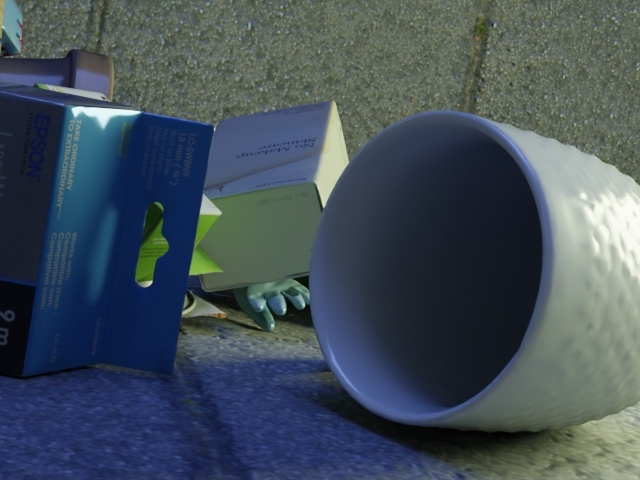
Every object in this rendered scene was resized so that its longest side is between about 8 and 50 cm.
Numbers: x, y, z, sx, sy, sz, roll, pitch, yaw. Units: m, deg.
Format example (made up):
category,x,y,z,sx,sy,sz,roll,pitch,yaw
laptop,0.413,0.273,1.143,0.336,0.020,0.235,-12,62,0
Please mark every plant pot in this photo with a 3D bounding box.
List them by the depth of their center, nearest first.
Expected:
category,x,y,z,sx,sy,sz,roll,pitch,yaw
plant pot,-0.415,-0.143,1.888,0.229,0.263,0.263,11,7,-18

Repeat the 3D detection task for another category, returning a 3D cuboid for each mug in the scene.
category,x,y,z,sx,sy,sz,roll,pitch,yaw
mug,0.166,0.058,1.365,0.328,0.276,0.374,11,-25,-44

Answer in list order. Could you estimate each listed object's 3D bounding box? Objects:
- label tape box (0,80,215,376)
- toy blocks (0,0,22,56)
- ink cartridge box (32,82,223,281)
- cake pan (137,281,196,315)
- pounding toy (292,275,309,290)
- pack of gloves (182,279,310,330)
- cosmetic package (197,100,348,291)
category,x,y,z,sx,sy,sz,roll,pitch,yaw
label tape box,-0.280,-0.016,1.236,0.334,0.240,0.106,11,7,3
toy blocks,-0.453,-0.200,1.398,0.381,0.190,0.261,-6,-25,8
ink cartridge box,-0.188,-0.056,1.433,0.189,0.097,0.255,44,16,15
cake pan,-0.276,0.032,1.509,0.293,0.054,0.293,6,10,-1
pounding toy,0.014,0.017,1.892,0.237,0.110,0.183,12,7,7
pack of gloves,-0.125,0.072,1.624,0.195,0.046,0.232,-8,14,-20
cosmetic package,-0.056,-0.060,1.693,0.160,0.113,0.309,-10,20,7
